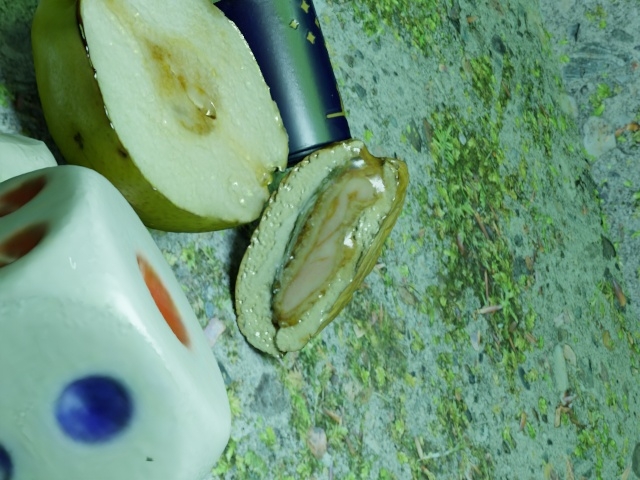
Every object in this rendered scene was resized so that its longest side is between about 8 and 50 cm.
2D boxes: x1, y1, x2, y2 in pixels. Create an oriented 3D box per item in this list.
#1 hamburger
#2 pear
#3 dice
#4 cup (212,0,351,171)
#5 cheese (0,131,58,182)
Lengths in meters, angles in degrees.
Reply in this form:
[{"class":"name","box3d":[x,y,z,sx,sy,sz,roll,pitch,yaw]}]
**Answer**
[{"class":"hamburger","box3d":[0.002,0.001,2.212,0.162,0.330,0.209,28,11,7]},{"class":"pear","box3d":[-0.235,-0.168,1.961,0.386,0.191,0.340,51,38,-25]},{"class":"dice","box3d":[-0.288,0.129,1.554,0.304,0.304,0.277,61,5,-28]},{"class":"cup","box3d":[-0.043,-0.245,2.304,0.255,0.178,0.256,-19,92,-56]},{"class":"cheese","box3d":[-0.374,-0.040,1.727,0.198,0.154,0.189,7,73,-56]}]
